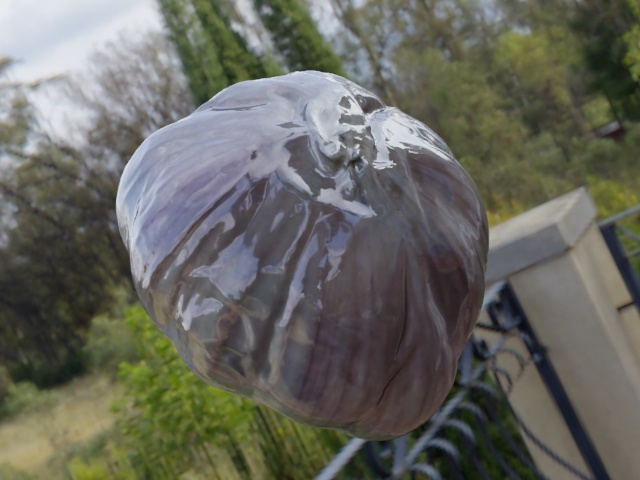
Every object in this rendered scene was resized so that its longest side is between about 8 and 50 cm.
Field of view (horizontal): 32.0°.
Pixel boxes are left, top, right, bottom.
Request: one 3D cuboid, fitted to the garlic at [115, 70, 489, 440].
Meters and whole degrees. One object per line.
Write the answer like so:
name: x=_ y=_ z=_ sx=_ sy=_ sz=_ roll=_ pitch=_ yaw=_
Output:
garlic: x=0.000 y=0.000 z=0.899 sx=0.317 sy=0.317 sz=0.259 roll=-27 pitch=-32 yaw=-28
